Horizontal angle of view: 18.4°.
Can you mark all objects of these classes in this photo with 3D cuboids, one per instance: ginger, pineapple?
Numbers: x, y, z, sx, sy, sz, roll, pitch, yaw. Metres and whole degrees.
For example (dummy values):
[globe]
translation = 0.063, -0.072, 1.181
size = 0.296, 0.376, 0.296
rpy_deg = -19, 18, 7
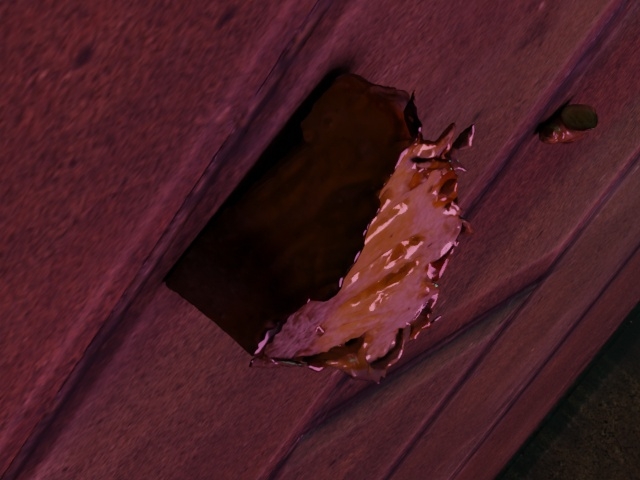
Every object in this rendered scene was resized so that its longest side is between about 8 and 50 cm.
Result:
[ginger]
translation = 0.221, -0.103, 1.735
size = 0.048, 0.030, 0.097
rpy_deg = -24, 174, 22
[pineapple]
translation = 0.000, 0.000, 1.162
size = 0.186, 0.114, 0.236
rpy_deg = -42, 156, -27
